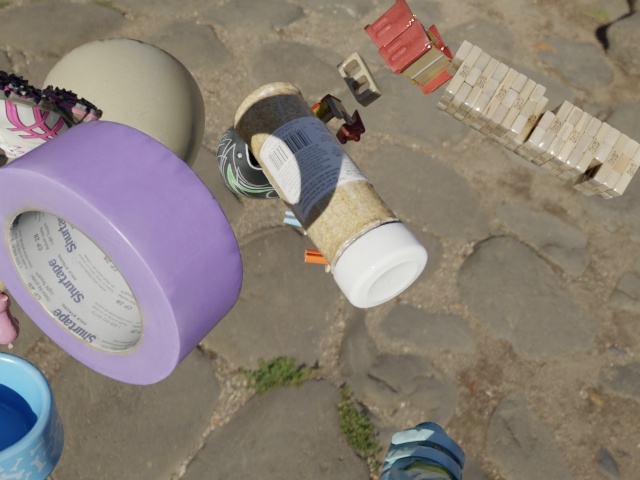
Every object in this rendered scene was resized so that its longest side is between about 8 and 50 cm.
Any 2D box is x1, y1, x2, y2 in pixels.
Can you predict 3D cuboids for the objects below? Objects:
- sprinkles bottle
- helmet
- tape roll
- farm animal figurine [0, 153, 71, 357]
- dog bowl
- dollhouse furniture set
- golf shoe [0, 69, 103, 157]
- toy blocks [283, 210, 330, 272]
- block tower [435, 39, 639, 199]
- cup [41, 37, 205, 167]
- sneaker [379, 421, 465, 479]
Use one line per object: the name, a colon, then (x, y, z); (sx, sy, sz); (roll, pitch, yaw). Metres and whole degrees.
sprinkles bottle: (0.005, -0.075, 0.941); (0.121, 0.121, 0.355); (-18, 57, -27)
helmet: (-0.137, -0.168, 1.382); (0.162, 0.169, 0.169); (15, 44, -12)
tape roll: (-0.158, 0.012, 0.500); (0.189, 0.189, 0.080); (28, 44, 15)
farm animal figurine: (-0.448, 0.015, 0.982); (0.172, 0.326, 0.330); (16, -1, 43)
dog bowl: (-0.395, 0.208, 0.645); (0.166, 0.074, 0.297); (40, 39, 22)
dollhouse furniture set: (0.131, -0.395, 1.647); (0.201, 0.374, 0.152); (12, 48, -59)
golf shoe: (-0.294, -0.116, 0.655); (0.067, 0.086, 0.186); (34, 9, 18)
toy blocks: (0.000, 0.000, 1.262); (0.148, 0.054, 0.123); (11, 60, -7)
block tower: (0.346, -0.189, 1.081); (0.336, 0.091, 0.097); (32, 86, 1)
cup: (-0.380, -0.194, 1.294); (0.331, 0.331, 0.237); (-3, 36, -15)
sneaker: (0.145, 0.322, 0.855); (0.127, 0.319, 0.208); (33, 61, -8)
